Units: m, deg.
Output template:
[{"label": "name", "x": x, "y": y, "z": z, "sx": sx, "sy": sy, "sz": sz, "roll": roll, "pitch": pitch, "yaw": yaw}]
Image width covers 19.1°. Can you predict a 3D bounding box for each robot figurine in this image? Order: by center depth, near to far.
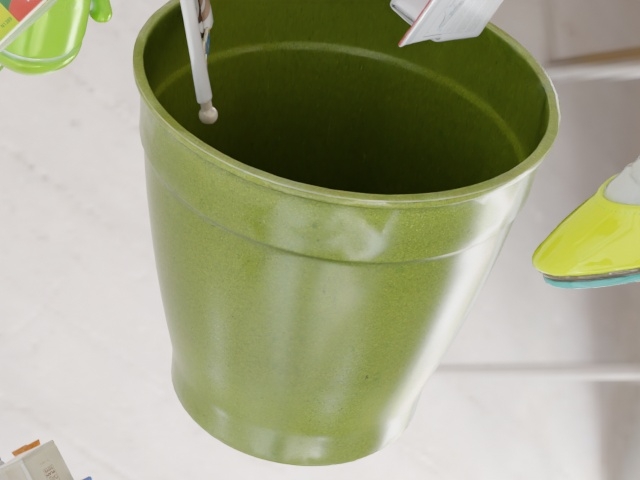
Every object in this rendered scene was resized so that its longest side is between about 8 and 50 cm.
[{"label": "robot figurine", "x": -0.181, "y": -0.153, "z": 1.214, "sx": 0.101, "sy": 0.115, "sz": 0.067, "roll": -14, "pitch": 54, "yaw": -28}]

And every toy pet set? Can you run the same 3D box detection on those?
[{"label": "toy pet set", "x": -0.211, "y": 0.185, "z": 1.311, "sx": 0.065, "sy": 0.114, "sz": 0.122, "roll": 63, "pitch": 31, "yaw": -3}]

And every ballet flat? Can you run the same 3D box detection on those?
[{"label": "ballet flat", "x": 0.216, "y": -0.033, "z": 0.955, "sx": 0.077, "sy": 0.231, "sz": 0.077, "roll": -67, "pitch": 146, "yaw": -65}]

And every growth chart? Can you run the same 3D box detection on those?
[{"label": "growth chart", "x": -0.108, "y": -0.223, "z": 1.607, "sx": 0.237, "sy": 0.021, "sz": 0.172, "roll": -95, "pitch": 176, "yaw": -47}]

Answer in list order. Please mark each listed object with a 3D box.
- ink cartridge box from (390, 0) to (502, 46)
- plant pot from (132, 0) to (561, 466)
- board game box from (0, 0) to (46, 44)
[{"label": "ink cartridge box", "x": 0.151, "y": -0.277, "z": 1.477, "sx": 0.060, "sy": 0.275, "sz": 0.239, "roll": 40, "pitch": 19, "yaw": 11}, {"label": "plant pot", "x": 0.000, "y": 0.000, "z": 1.711, "sx": 0.366, "sy": 0.366, "sz": 0.353, "roll": -35, "pitch": 145, "yaw": -44}, {"label": "board game box", "x": -0.113, "y": -0.103, "z": 0.696, "sx": 0.043, "sy": 0.092, "sz": 0.181, "roll": 46, "pitch": 20, "yaw": -10}]
